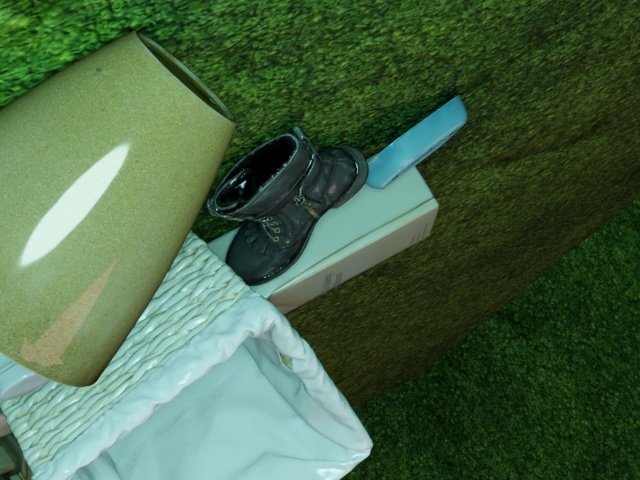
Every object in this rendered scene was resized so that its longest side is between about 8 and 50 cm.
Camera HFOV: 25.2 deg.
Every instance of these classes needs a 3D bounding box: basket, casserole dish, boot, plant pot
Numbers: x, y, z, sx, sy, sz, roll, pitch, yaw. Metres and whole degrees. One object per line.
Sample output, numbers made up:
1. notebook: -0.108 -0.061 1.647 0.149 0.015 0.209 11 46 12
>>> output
1. basket: -0.172 0.198 1.714 0.331 0.266 0.328 -38 135 -5
2. casserole dish: 0.125 -0.124 1.874 0.188 0.037 0.114 -36 175 -37
3. boot: -0.072 -0.043 1.750 0.263 0.091 0.229 -47 161 19
4. plant pot: -0.196 -0.045 1.222 0.254 0.237 0.237 -46 164 8

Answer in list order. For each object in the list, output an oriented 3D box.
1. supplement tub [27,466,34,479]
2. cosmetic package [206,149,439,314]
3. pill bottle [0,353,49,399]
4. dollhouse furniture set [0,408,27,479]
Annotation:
1. supplement tub: -0.367 0.332 2.143 0.325 0.235 0.235 -28 166 -11
2. cosmetic package: 0.000 0.000 1.986 0.309 0.113 0.160 -29 167 -8
3. pill bottle: -0.331 0.078 1.457 0.087 0.160 0.087 -28 167 -7
4. dollhouse furniture set: -0.395 0.267 1.922 0.161 0.212 0.242 -20 136 -34
